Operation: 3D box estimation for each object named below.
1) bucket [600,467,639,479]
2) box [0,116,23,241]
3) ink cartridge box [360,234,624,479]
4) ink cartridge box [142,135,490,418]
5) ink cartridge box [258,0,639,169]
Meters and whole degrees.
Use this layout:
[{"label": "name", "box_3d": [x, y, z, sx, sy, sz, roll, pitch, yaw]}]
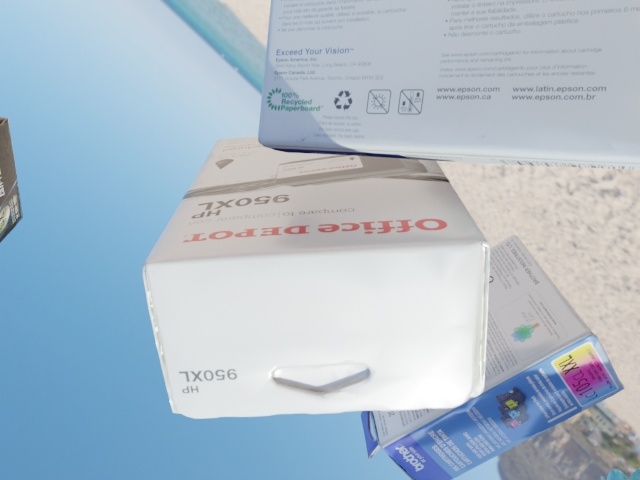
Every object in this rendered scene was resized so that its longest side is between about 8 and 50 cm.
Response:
[{"label": "bucket", "box_3d": [0.578, 0.484, 0.875, 0.281, 0.183, 0.281, 15, 150, 9]}, {"label": "box", "box_3d": [-0.454, -0.082, 0.654, 0.180, 0.147, 0.077, 15, -142, -2]}, {"label": "ink cartridge box", "box_3d": [0.214, 0.201, 0.912, 0.151, 0.395, 0.270, 52, -166, -27]}, {"label": "ink cartridge box", "box_3d": [0.000, 0.000, 0.649, 0.395, 0.285, 0.166, -91, -3, -65]}, {"label": "ink cartridge box", "box_3d": [0.112, -0.229, 0.457, 0.324, 0.330, 0.071, 8, -176, 28]}]
